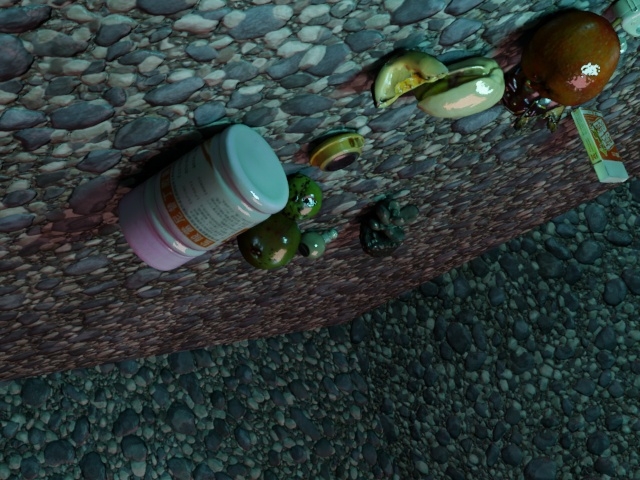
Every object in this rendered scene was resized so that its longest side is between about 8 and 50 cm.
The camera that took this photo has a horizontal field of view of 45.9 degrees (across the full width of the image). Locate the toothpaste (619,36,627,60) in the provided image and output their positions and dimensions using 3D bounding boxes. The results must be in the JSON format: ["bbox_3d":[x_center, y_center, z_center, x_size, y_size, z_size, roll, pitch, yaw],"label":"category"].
[{"bbox_3d":[0.734,-0.459,1.887,0.062,0.037,0.216,-24,169,11],"label":"toothpaste"}]

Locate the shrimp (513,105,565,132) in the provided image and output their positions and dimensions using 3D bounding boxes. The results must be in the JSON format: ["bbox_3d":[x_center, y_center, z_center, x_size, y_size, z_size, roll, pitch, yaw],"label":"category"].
[{"bbox_3d":[0.621,-0.338,2.156,0.148,0.035,0.195,-24,158,4],"label":"shrimp"}]

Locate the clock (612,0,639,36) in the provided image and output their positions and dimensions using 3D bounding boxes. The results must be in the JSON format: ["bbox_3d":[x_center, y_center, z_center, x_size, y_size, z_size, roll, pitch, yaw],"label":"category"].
[{"bbox_3d":[0.734,-0.510,1.653,0.151,0.062,0.191,-30,163,30],"label":"clock"}]

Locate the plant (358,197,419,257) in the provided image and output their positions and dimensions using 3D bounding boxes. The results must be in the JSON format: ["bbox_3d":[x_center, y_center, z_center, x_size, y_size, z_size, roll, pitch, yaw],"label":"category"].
[{"bbox_3d":[0.212,-0.044,2.450,0.146,0.149,0.274,-16,162,-20],"label":"plant"}]

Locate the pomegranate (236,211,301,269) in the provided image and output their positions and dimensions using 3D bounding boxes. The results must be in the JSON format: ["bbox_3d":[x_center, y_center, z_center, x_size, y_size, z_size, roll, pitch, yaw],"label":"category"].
[{"bbox_3d":[-0.132,-0.017,2.086,0.180,0.180,0.210,-30,-168,31],"label":"pomegranate"}]

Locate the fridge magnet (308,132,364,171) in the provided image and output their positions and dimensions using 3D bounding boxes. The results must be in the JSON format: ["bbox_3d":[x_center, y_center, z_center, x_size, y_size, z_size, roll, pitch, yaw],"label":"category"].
[{"bbox_3d":[0.041,-0.209,1.797,0.143,0.063,0.143,-23,166,-6],"label":"fridge magnet"}]

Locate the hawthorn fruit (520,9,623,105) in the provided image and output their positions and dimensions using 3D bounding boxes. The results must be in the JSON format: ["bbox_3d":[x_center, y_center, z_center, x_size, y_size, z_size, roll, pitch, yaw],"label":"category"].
[{"bbox_3d":[0.547,-0.397,1.595,0.225,0.196,0.196,-39,163,6],"label":"hawthorn fruit"}]

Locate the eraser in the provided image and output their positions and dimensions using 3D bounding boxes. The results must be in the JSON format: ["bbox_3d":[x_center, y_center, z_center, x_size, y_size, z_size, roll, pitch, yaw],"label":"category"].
[{"bbox_3d":[0.837,-0.284,2.263,0.038,0.230,0.157,-29,164,39],"label":"eraser"}]

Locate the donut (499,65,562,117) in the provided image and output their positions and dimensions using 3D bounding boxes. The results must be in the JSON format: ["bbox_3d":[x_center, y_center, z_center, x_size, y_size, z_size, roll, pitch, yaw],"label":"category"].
[{"bbox_3d":[0.545,-0.375,1.833,0.235,0.089,0.235,-21,166,-5],"label":"donut"}]

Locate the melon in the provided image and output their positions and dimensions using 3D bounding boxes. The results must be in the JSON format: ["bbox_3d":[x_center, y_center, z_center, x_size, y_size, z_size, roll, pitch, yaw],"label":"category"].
[{"bbox_3d":[0.173,-0.334,1.525,0.160,0.079,0.128,-26,-178,17],"label":"melon"}]

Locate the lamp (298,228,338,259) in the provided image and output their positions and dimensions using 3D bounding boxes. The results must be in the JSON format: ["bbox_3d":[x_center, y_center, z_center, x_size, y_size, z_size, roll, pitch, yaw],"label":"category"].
[{"bbox_3d":[0.000,0.000,2.474,0.163,0.091,0.091,-29,174,-40],"label":"lamp"}]

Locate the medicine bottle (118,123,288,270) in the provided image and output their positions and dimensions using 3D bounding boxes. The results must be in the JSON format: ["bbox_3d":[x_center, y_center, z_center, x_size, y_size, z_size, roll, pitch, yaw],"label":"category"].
[{"bbox_3d":[-0.245,-0.085,1.585,0.316,0.202,0.202,-29,163,25],"label":"medicine bottle"}]

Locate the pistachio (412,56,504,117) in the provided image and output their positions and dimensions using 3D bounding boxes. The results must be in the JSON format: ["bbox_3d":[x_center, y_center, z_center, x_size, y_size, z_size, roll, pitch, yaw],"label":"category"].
[{"bbox_3d":[0.302,-0.322,1.637,0.200,0.117,0.145,-20,170,2],"label":"pistachio"}]

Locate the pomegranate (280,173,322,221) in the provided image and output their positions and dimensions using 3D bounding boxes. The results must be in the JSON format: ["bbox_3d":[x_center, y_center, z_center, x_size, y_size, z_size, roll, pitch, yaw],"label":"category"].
[{"bbox_3d":[-0.051,-0.116,1.938,0.122,0.122,0.161,-27,-169,24],"label":"pomegranate"}]
